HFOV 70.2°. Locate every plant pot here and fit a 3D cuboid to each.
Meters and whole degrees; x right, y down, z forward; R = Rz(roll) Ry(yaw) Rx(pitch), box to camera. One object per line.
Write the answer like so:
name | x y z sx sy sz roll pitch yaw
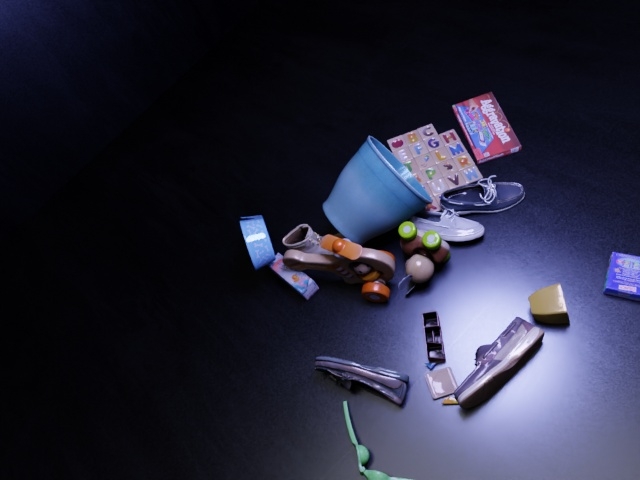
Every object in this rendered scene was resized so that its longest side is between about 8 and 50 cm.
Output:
plant pot | 0.153 -0.131 1.392 0.255 0.271 0.272 -44 50 19
plant pot | 0.586 0.168 1.175 0.083 0.081 0.082 -14 55 26

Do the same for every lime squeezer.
lime squeezer | 0.133 0.538 1.137 0.310 0.059 0.110 34 76 36

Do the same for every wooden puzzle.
wooden puzzle | 0.318 0.374 1.193 0.078 0.014 0.116 -13 55 9

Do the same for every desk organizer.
desk organizer | 0.308 0.262 1.244 0.047 0.050 0.130 -11 56 16

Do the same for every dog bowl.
dog bowl | -0.205 -0.003 1.509 0.074 0.166 0.297 -18 10 -6

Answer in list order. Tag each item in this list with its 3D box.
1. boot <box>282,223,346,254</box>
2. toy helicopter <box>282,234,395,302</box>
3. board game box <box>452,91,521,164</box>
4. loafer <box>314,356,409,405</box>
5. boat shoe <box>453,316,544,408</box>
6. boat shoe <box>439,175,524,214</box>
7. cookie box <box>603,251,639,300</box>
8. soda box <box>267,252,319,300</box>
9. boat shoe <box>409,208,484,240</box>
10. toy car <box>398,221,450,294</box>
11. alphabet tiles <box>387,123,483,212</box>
boot | 0.000 0.000 1.465 0.213 0.165 0.077 -23 54 9
toy helicopter | 0.044 0.063 1.357 0.354 0.235 0.140 4 61 21
board game box | 0.566 -0.392 1.570 0.145 0.027 0.282 -17 54 10
loafer | 0.101 0.376 1.234 0.267 0.096 0.084 5 67 23
boat shoe | 0.433 0.301 1.142 0.285 0.103 0.092 -39 48 -9
boat shoe | 0.495 -0.141 1.397 0.254 0.079 0.095 -5 60 13
cookie box | 0.784 0.092 1.162 0.091 0.040 0.107 14 65 29
soda box | -0.091 0.116 1.493 0.183 0.063 0.058 34 76 35
boat shoe | 0.378 -0.053 1.384 0.227 0.081 0.079 5 36 26
toy car | 0.276 0.067 1.331 0.148 0.155 0.189 24 83 32
alphabet tiles | 0.364 -0.246 1.539 0.285 0.011 0.343 -20 59 3
